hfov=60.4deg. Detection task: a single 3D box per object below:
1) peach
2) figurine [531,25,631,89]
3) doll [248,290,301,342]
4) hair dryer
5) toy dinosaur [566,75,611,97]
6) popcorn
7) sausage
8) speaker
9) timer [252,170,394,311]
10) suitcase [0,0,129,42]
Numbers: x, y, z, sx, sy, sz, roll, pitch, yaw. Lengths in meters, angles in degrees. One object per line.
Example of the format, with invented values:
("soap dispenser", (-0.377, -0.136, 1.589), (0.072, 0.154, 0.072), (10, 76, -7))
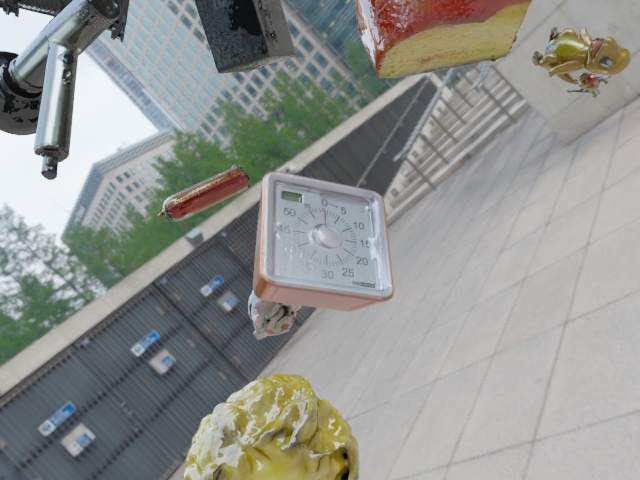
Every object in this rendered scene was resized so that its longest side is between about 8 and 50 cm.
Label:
("peach", (0.209, -0.450, 0.898), (0.242, 0.306, 0.380), (25, -95, -74))
("figurine", (0.511, -0.341, 1.061), (0.121, 0.122, 0.176), (-49, 36, -7))
("doll", (-0.125, 0.181, 1.393), (0.149, 0.095, 0.192), (-42, -27, -14))
("hair dryer", (-0.457, -0.229, 0.854), (0.320, 0.156, 0.284), (-13, 52, 40))
("toy dinosaur", (0.692, -0.388, 1.384), (0.037, 0.058, 0.180), (-65, 8, -12))
("popcorn", (-0.063, 0.309, 0.780), (0.250, 0.250, 0.190), (-44, 14, -21))
("sausage", (-0.309, -0.117, 1.445), (0.264, 0.083, 0.083), (-32, -6, -34))
("speaker", (-0.208, -0.621, 1.555), (0.184, 0.254, 0.232), (-11, 15, 20))
("timer", (0.000, 0.000, 1.082), (0.161, 0.257, 0.250), (138, 138, -65))
("suitcase", (-0.455, -0.565, 1.017), (0.152, 0.230, 0.335), (-140, 60, -63))
